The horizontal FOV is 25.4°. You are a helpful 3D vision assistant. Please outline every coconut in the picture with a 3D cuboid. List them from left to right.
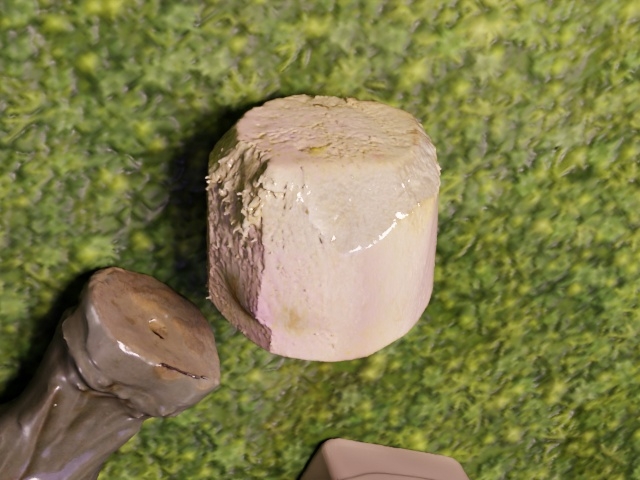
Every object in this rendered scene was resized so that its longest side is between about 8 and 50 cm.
[{"bbox_3d":[0.000,0.000,0.694,0.116,0.116,0.122,-8,123,-13],"label":"coconut"}]

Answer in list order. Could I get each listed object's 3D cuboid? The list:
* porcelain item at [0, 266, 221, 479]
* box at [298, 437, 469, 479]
[{"bbox_3d":[-0.150,0.111,0.766,0.081,0.069,0.215,24,120,-37],"label":"porcelain item"},{"bbox_3d":[0.038,0.172,0.871,0.122,0.062,0.089,13,121,-28],"label":"box"}]
